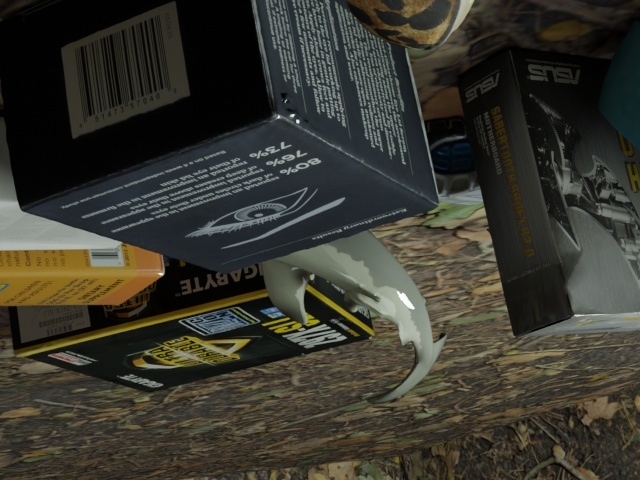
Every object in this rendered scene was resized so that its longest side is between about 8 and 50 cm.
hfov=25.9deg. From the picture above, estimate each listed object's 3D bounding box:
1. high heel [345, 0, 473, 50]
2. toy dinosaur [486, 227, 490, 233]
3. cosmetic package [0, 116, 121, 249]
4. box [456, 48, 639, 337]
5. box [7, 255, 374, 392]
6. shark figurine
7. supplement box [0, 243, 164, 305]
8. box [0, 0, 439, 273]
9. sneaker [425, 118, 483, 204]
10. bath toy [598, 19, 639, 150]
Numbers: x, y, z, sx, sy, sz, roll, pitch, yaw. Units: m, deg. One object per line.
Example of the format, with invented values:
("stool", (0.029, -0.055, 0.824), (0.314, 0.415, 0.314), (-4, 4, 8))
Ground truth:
("high heel", (-0.011, -0.155, 0.589), (0.186, 0.093, 0.261), (17, 177, -8))
("toy dinosaur", (0.223, -0.013, 1.323), (0.112, 0.064, 0.211), (-31, 174, 3))
("cosmetic package", (-0.212, -0.035, 0.855), (0.239, 0.060, 0.099), (0, 164, -38))
("box", (0.209, -0.030, 0.962), (0.231, 0.183, 0.056), (1, 161, -39))
("box", (-0.106, 0.066, 1.302), (0.257, 0.079, 0.322), (-16, 165, 9))
("shark figurine", (0.028, 0.007, 1.066), (0.278, 0.116, 0.166), (36, 142, -21))
("supplement box", (-0.228, 0.002, 0.956), (0.233, 0.080, 0.078), (3, 158, -38))
("box", (-0.048, -0.065, 0.755), (0.153, 0.108, 0.207), (-17, 163, 22))
("sneaker", (0.143, -0.060, 1.052), (0.190, 0.071, 0.083), (-1, 170, -9))
("bath toy", (0.359, -0.102, 0.941), (0.348, 0.151, 0.129), (-2, 128, -36))
